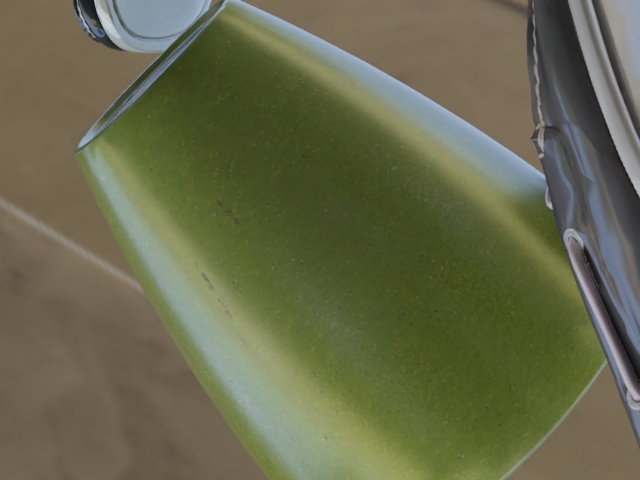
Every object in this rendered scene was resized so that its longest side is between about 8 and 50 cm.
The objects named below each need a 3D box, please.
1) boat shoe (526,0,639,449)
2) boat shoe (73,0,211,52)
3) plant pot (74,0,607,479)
[{"bbox_3d":[0.140,0.031,0.743,0.095,0.112,0.335,-32,-106,39],"label":"boat shoe"},{"bbox_3d":[-0.152,-0.243,1.541,0.113,0.127,0.340,-7,-145,19],"label":"boat shoe"},{"bbox_3d":[0.000,0.000,1.179,0.275,0.293,0.275,-43,-168,11],"label":"plant pot"}]
